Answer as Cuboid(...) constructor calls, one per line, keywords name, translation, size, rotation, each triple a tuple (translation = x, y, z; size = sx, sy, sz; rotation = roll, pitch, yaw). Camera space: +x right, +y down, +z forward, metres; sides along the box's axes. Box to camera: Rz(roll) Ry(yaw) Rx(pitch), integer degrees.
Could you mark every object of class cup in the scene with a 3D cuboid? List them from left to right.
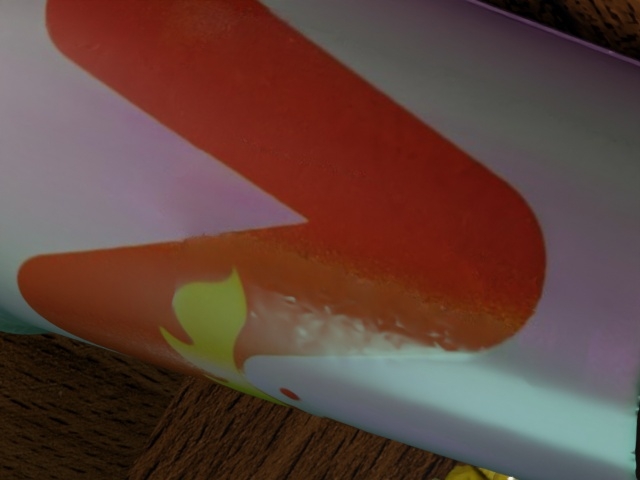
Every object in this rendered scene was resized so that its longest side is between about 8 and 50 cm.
Cuboid(name="cup", translation=(0.016, -0.015, 0.627), size=(0.288, 0.203, 0.203), rotation=(20, 170, 32))

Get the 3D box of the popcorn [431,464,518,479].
Cuboid(name="popcorn", translation=(0.251, 0.257, 1.480), size=(0.290, 0.325, 0.321), rotation=(31, -140, -47))
